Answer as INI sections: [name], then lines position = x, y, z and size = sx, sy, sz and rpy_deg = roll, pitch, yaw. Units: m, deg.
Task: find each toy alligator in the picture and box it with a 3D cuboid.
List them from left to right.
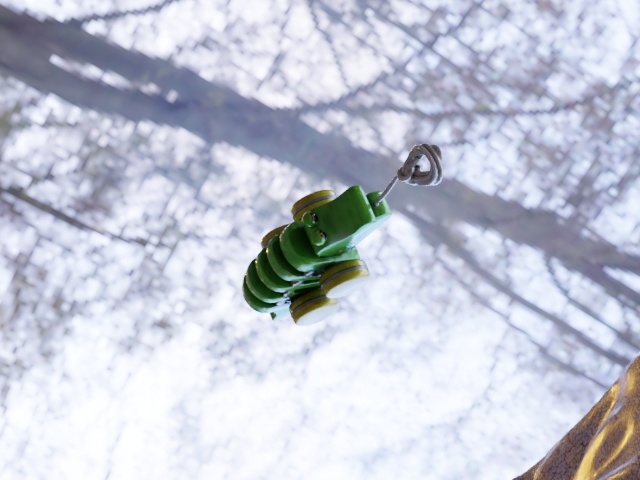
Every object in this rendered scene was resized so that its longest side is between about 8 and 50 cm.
[toy alligator]
position = 0.000, 0.000, 0.971
size = 0.189, 0.051, 0.056
rpy_deg = -45, -118, 49

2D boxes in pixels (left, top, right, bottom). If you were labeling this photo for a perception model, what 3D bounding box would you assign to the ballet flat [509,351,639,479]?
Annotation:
[ballet flat]
position = 0.108, 0.147, 0.729
size = 0.316, 0.107, 0.106
rpy_deg = 112, -3, -51
